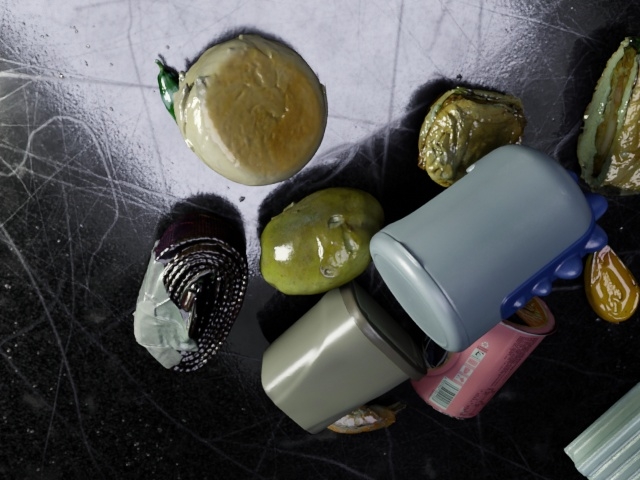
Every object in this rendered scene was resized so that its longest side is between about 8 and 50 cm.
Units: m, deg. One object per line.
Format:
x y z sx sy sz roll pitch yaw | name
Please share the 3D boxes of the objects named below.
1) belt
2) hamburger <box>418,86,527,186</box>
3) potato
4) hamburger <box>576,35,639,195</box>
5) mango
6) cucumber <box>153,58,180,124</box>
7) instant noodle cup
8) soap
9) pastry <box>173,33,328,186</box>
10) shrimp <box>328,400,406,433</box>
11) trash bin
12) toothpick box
-0.237 0.104 1.307 0.184 0.164 0.289 14 112 -18 | belt
0.269 -0.187 1.293 0.206 0.130 0.183 5 114 -29 | hamburger
-0.001 -0.001 1.285 0.228 0.197 0.148 -6 138 27 | potato
0.610 -0.225 1.302 0.211 0.132 0.308 5 111 -10 | hamburger
0.591 0.091 1.461 0.101 0.066 0.187 -23 107 11 | mango
-0.219 -0.205 1.246 0.056 0.056 0.250 -32 113 6 | cucumber
0.296 0.200 1.397 0.244 0.244 0.255 18 116 -14 | instant noodle cup
0.703 0.442 1.598 0.160 0.087 0.265 39 103 -19 | soap
-0.112 -0.218 1.191 0.265 0.133 0.264 -5 103 -23 | pastry
0.087 0.347 1.502 0.188 0.051 0.132 -3 112 -3 | shrimp
0.034 0.221 1.364 0.250 0.219 0.220 -39 109 15 | trash bin
0.291 0.001 1.170 0.355 0.263 0.263 -37 112 -7 | toothpick box
